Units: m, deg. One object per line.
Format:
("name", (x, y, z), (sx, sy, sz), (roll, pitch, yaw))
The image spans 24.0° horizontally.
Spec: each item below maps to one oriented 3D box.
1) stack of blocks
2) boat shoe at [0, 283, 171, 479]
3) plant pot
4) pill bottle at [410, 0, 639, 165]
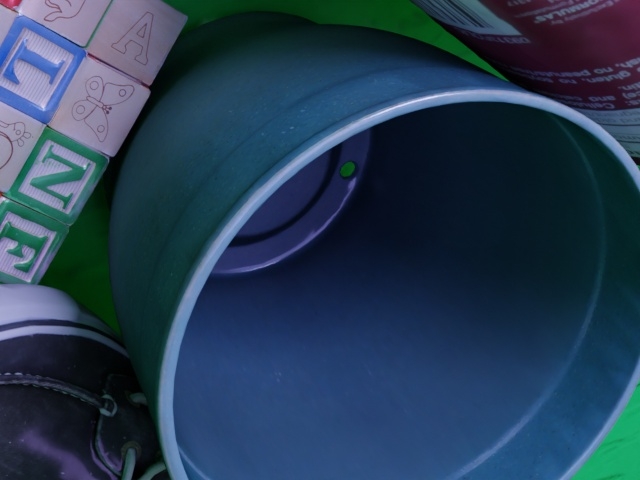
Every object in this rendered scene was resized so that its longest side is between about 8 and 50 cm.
("stack of blocks", (-0.222, -0.036, 0.784), (0.171, 0.087, 0.297), (28, 95, -36))
("boat shoe", (-0.117, 0.117, 0.829), (0.121, 0.119, 0.335), (-51, 147, 8))
("plant pot", (0.000, 0.000, 0.820), (0.271, 0.255, 0.272), (-12, 121, -21))
("pill bottle", (0.172, -0.167, 0.776), (0.392, 0.224, 0.224), (27, 96, -50))
